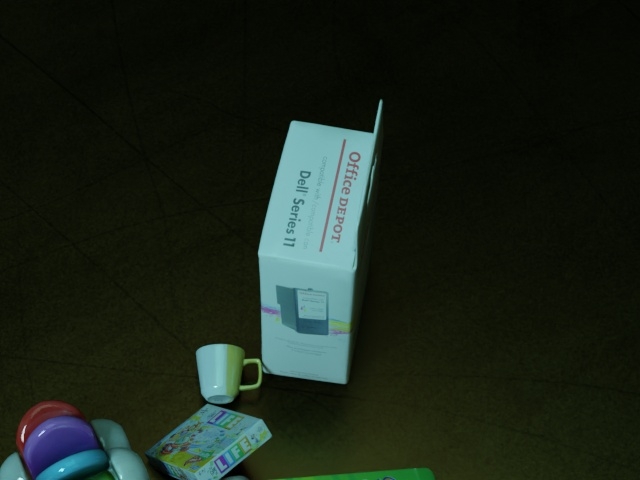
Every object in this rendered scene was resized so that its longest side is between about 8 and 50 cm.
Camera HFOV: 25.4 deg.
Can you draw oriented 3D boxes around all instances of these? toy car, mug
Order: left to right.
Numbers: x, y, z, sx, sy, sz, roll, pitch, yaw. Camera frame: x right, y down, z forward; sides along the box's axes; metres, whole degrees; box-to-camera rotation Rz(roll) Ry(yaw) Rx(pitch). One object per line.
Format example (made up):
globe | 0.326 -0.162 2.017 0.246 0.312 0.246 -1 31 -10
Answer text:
toy car | -0.298 0.257 1.662 0.159 0.136 0.182 -22 28 -15
mug | -0.120 0.169 1.791 0.078 0.062 0.064 -15 61 27

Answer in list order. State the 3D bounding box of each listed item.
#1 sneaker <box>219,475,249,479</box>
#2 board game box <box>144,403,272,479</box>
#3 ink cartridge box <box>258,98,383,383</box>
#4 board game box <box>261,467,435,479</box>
sneaker | -0.194 0.377 1.622 0.302 0.108 0.121 -21 57 -15
board game box | -0.136 0.244 1.700 0.103 0.154 0.026 -37 108 -24
ink cartridge box | 0.000 0.000 1.733 0.119 0.353 0.207 9 56 4
board game box | 0.033 0.333 1.661 0.259 0.039 0.124 -1 54 -25
